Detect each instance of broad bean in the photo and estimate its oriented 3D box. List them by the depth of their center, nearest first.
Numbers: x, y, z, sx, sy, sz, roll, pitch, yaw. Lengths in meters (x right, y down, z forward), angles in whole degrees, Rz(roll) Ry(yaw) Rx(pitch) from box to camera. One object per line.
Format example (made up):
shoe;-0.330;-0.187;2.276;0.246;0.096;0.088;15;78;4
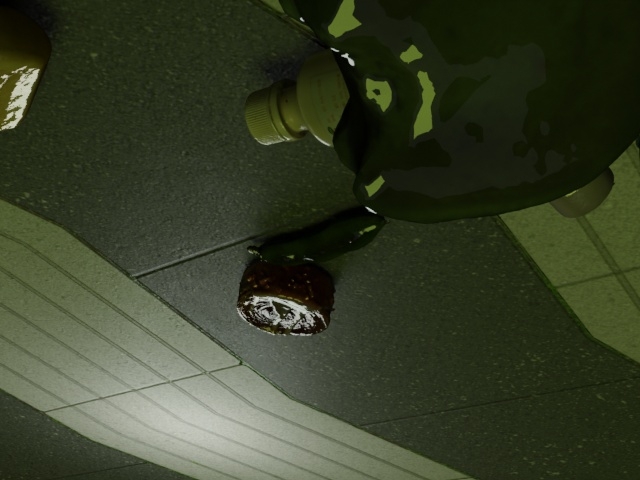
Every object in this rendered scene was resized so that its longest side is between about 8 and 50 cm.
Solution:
broad bean;0.002;0.003;1.611;0.254;0.046;0.065;-15;129;38

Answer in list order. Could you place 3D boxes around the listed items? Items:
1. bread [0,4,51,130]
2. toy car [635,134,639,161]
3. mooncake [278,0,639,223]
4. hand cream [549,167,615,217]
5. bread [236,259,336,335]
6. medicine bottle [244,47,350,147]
bread;-0.406;-0.207;1.315;0.147;0.098;0.217;2;160;-30
toy car;0.444;-0.109;1.232;0.191;0.100;0.097;0;146;10
mooncake;0.138;-0.191;1.015;0.351;0.187;0.351;-4;122;-6
hand cream;0.246;-0.131;1.290;0.248;0.083;0.133;40;138;-26
bread;-0.053;0.090;1.751;0.160;0.073;0.160;11;150;6
medicine bottle;0.031;-0.165;1.247;0.252;0.114;0.114;-10;144;31
